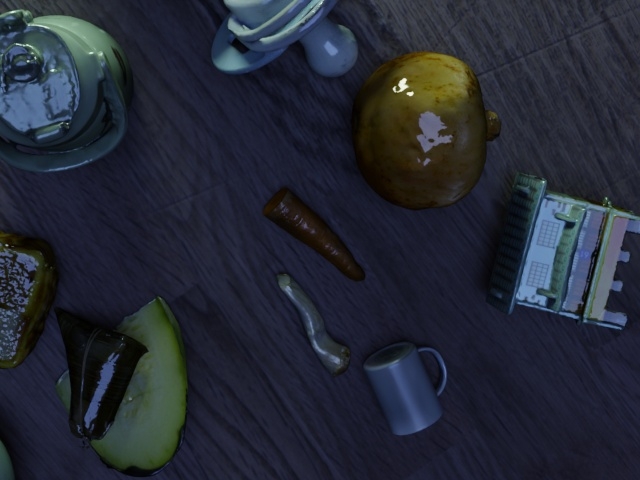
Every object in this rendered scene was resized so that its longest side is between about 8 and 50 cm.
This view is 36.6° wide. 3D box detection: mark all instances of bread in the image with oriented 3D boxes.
[{"bbox_3d":[-0.524,0.096,1.549,0.181,0.096,0.222,15,98,-6],"label":"bread"}]

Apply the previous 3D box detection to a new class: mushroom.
[{"bbox_3d":[-0.011,0.139,1.629,0.054,0.059,0.202,-33,100,-3],"label":"mushroom"}]

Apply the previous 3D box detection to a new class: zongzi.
[{"bbox_3d":[-0.393,0.220,1.558,0.184,0.084,0.187,19,82,24],"label":"zongzi"}]

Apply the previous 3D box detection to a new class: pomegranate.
[{"bbox_3d":[0.164,-0.171,1.515,0.248,0.248,0.248,-1,99,-6],"label":"pomegranate"}]

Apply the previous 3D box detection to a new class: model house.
[{"bbox_3d":[0.401,0.018,1.583,0.215,0.198,0.224,13,99,5],"label":"model house"}]

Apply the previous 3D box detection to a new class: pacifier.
[{"bbox_3d":[-0.019,-0.337,1.489,0.299,0.244,0.233,-45,131,4],"label":"pacifier"}]

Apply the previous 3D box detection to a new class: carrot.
[{"bbox_3d":[0.000,0.000,1.613,0.209,0.061,0.061,41,93,-16],"label":"carrot"}]

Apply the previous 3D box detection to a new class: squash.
[{"bbox_3d":[-0.295,0.250,1.571,0.237,0.155,0.204,-40,103,4],"label":"squash"}]

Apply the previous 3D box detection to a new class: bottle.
[{"bbox_3d":[-0.379,-0.214,1.383,0.229,0.352,0.229,-1,100,-8],"label":"bottle"}]

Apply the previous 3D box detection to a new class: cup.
[{"bbox_3d":[0.148,0.244,1.657,0.099,0.136,0.133,-19,102,32],"label":"cup"}]

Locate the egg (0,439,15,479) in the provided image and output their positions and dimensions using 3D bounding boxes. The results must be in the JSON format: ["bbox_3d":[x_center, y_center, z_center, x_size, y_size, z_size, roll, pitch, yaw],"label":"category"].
[{"bbox_3d":[-0.581,0.398,1.547,0.182,0.183,0.264,-14,108,-4],"label":"egg"}]
